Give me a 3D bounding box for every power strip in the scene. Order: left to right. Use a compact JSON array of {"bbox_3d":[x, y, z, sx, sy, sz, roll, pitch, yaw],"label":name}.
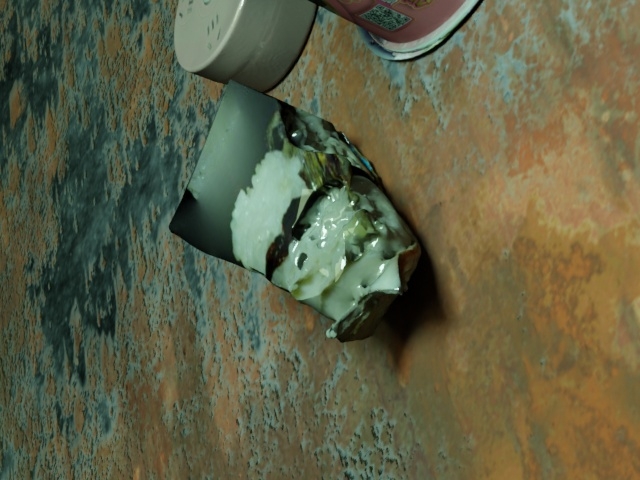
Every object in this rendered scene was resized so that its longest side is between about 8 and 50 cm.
[{"bbox_3d":[-0.069,-0.217,1.540,0.154,0.078,0.154,-37,45,50],"label":"power strip"}]

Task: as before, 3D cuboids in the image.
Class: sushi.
[{"bbox_3d":[0.013,-0.012,1.285,0.273,0.109,0.134,32,101,46],"label":"sushi"}]

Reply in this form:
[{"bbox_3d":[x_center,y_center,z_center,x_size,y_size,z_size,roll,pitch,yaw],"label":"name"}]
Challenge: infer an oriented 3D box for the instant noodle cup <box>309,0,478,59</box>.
[{"bbox_3d":[-0.006,-0.283,1.279,0.244,0.255,0.244,-31,51,49],"label":"instant noodle cup"}]
